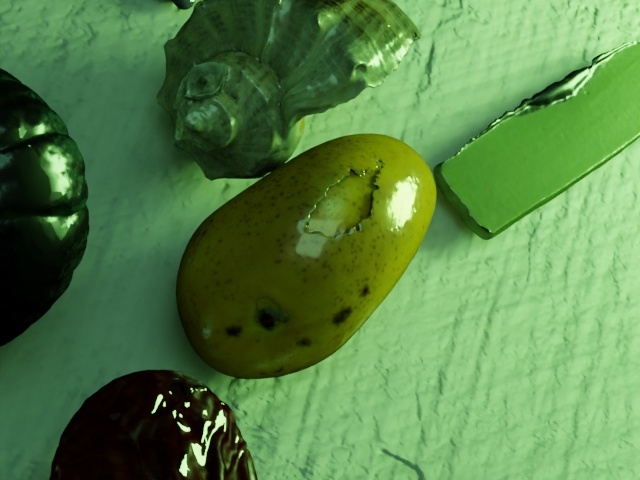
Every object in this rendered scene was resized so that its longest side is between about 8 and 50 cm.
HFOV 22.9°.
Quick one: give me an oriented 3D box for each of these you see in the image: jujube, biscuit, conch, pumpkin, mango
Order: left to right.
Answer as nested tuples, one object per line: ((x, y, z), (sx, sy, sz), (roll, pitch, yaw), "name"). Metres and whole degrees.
((-0.294, -0.033, 1.283), (0.248, 0.248, 0.248), (8, 62, -16), "pumpkin")
((-0.132, 0.262, 1.197), (0.216, 0.216, 0.342), (11, 54, -14), "jujube")
((-0.040, -0.175, 1.446), (0.159, 0.210, 0.291), (48, 43, -11), "conch")
((0.000, 0.000, 1.378), (0.160, 0.191, 0.290), (49, 54, 0), "mango")
((0.245, -0.108, 1.602), (0.322, 0.038, 0.099), (-33, 82, -31), "biscuit")

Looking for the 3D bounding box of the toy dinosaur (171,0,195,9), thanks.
((-0.313, -0.365, 1.510), (0.383, 0.129, 0.331), (-6, 75, -21), "toy dinosaur")
